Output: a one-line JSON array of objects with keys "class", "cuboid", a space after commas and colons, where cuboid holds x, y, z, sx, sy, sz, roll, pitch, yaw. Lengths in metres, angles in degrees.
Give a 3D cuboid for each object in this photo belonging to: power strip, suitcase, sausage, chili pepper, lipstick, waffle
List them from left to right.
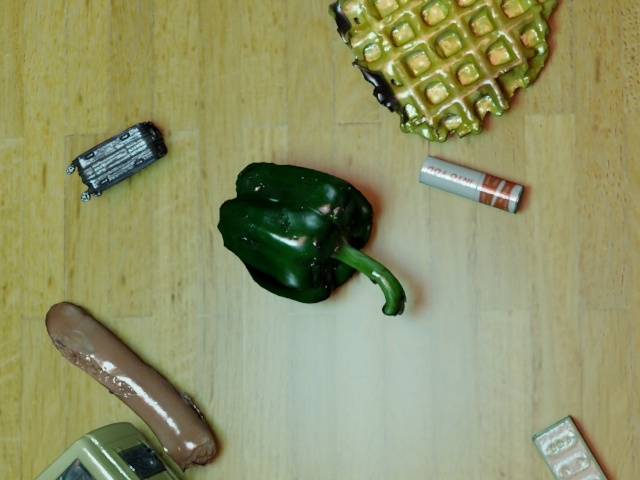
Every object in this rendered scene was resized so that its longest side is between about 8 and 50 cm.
[{"class": "suitcase", "cuboid": [-0.267, -0.108, 1.991, 0.126, 0.086, 0.059, -28, 95, 9]}, {"class": "sausage", "cuboid": [-0.252, 0.184, 1.967, 0.304, 0.078, 0.078, 41, 94, 12]}, {"class": "chili pepper", "cuboid": [0.000, 0.000, 1.888, 0.261, 0.174, 0.165, 20, 64, 14]}, {"class": "waffle", "cuboid": [0.146, -0.292, 1.932, 0.312, 0.060, 0.307, 28, 89, 13]}, {"class": "lipstick", "cuboid": [0.193, -0.071, 1.912, 0.131, 0.038, 0.038, 19, 89, 13]}, {"class": "power strip", "cuboid": [0.316, 0.283, 1.857, 0.056, 0.032, 0.123, -32, 80, 9]}]

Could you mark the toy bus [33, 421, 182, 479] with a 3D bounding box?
[{"class": "toy bus", "cuboid": [-0.209, 0.413, 1.873, 0.202, 0.177, 0.365, -46, 79, 14]}]
